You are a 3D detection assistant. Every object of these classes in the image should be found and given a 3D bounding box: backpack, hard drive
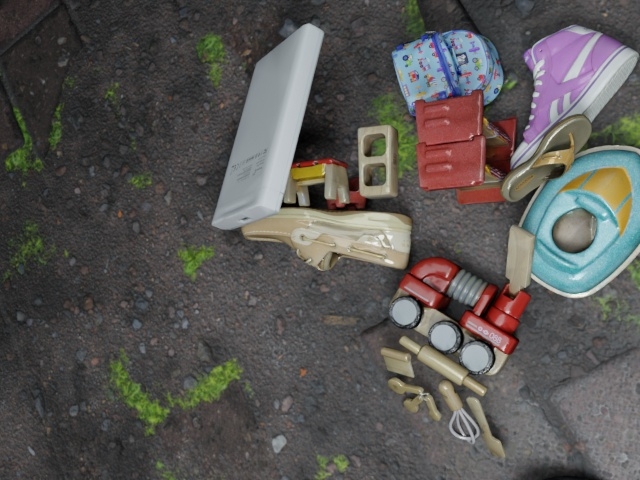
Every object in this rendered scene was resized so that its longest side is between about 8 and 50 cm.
[{"bbox_3d":[0.233,-0.302,1.307,0.173,0.117,0.158,-15,78,19],"label":"backpack"},{"bbox_3d":[-0.101,-0.204,1.362,0.233,0.047,0.353,-14,59,59],"label":"hard drive"}]

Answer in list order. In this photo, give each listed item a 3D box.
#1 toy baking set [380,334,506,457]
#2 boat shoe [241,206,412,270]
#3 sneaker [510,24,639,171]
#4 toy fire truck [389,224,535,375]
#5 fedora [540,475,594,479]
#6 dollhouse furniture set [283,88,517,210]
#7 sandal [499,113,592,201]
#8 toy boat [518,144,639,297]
[{"bbox_3d":[0.213,0.262,1.238,0.256,0.196,0.030,28,55,26],"label":"toy baking set"},{"bbox_3d":[0.000,0.000,1.368,0.341,0.122,0.110,2,85,21],"label":"boat shoe"},{"bbox_3d":[0.389,-0.243,1.252,0.161,0.102,0.282,40,90,25],"label":"sneaker"},{"bbox_3d":[0.258,0.080,1.237,0.217,0.158,0.246,32,94,22],"label":"toy fire truck"},{"bbox_3d":[0.417,0.532,1.097,0.334,0.334,0.152,33,129,22],"label":"fedora"},{"bbox_3d":[0.141,-0.144,1.291,0.374,0.201,0.152,-4,83,28],"label":"dollhouse furniture set"},{"bbox_3d":[0.368,-0.122,1.167,0.180,0.072,0.049,-45,39,15],"label":"sandal"},{"bbox_3d":[0.483,-0.006,1.154,0.318,0.148,0.267,34,97,22],"label":"toy boat"}]
